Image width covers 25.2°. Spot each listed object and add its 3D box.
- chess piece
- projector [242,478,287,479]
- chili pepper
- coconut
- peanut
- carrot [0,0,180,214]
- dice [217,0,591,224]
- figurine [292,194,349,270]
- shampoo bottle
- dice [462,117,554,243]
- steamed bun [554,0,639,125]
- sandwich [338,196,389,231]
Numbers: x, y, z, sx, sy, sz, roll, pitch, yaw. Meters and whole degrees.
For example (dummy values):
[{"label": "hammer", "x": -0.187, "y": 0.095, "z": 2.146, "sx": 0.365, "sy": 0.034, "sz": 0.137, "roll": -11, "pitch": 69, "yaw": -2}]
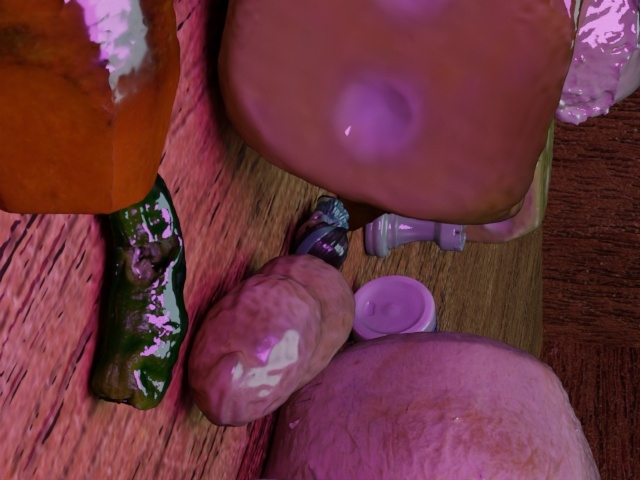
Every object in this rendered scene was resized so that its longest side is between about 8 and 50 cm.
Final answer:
[{"label": "chess piece", "x": 0.103, "y": -0.012, "z": 1.530, "sx": 0.067, "sy": 0.103, "sz": 0.067, "roll": 4, "pitch": 90, "yaw": -76}, {"label": "projector", "x": 0.006, "y": 0.325, "z": 0.911, "sx": 0.249, "sy": 0.249, "sz": 0.248, "roll": -63, "pitch": 153, "yaw": -59}, {"label": "chili pepper", "x": -0.103, "y": 0.006, "z": 0.805, "sx": 0.073, "sy": 0.050, "sz": 0.182, "roll": -41, "pitch": 132, "yaw": -62}, {"label": "coconut", "x": 0.092, "y": 0.238, "z": 1.183, "sx": 0.297, "sy": 0.297, "sz": 0.254, "roll": 78, "pitch": 19, "yaw": -49}, {"label": "peanut", "x": -0.033, "y": 0.069, "z": 1.034, "sx": 0.228, "sy": 0.086, "sz": 0.104, "roll": -28, "pitch": 140, "yaw": -73}, {"label": "carrot", "x": -0.119, "y": -0.160, "z": 0.565, "sx": 0.114, "sy": 0.114, "sz": 0.301, "roll": -57, "pitch": 146, "yaw": -63}, {"label": "dice", "x": 0.074, "y": -0.164, "z": 1.009, "sx": 0.238, "sy": 0.227, "sz": 0.233, "roll": -54, "pitch": 163, "yaw": -63}, {"label": "figurine", "x": 0.000, "y": 0.000, "z": 1.248, "sx": 0.060, "sy": 0.047, "sz": 0.106, "roll": -53, "pitch": -170, "yaw": 25}, {"label": "shampoo bottle", "x": 0.092, "y": 0.167, "z": 1.563, "sx": 0.303, "sy": 0.092, "sz": 0.092, "roll": 79, "pitch": 20, "yaw": -47}, {"label": "dice", "x": 0.198, "y": -0.110, "z": 1.762, "sx": 0.169, "sy": 0.166, "sz": 0.169, "roll": -72, "pitch": 161, "yaw": -46}, {"label": "steamed bun", "x": 0.214, "y": -0.292, "z": 1.619, "sx": 0.312, "sy": 0.233, "sz": 0.333, "roll": -83, "pitch": 150, "yaw": -76}, {"label": "sandwich", "x": 0.023, "y": -0.077, "z": 1.394, "sx": 0.116, "sy": 0.074, "sz": 0.074, "roll": 46, "pitch": 41, "yaw": -28}]
